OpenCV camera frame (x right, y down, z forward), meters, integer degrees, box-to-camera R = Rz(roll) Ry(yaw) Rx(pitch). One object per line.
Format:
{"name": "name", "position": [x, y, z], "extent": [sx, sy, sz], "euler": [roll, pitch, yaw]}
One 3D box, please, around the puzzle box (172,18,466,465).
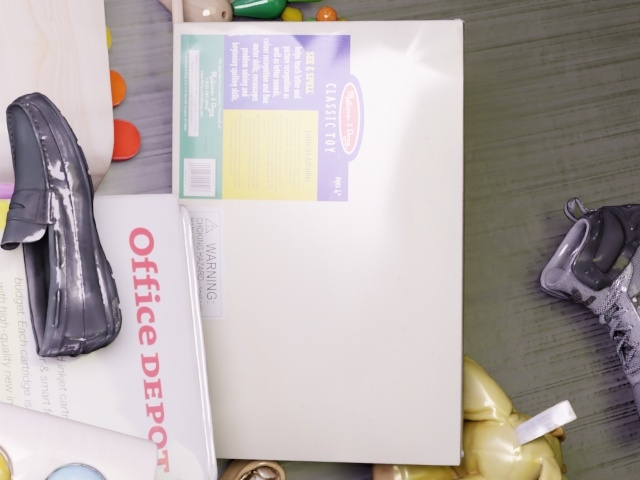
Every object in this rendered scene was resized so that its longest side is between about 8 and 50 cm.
{"name": "puzzle box", "position": [0.000, 0.000, 1.499], "extent": [0.272, 0.052, 0.408], "euler": [1, 93, 9]}

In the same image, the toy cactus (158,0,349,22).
{"name": "toy cactus", "position": [-0.079, -0.203, 1.614], "extent": [0.180, 0.112, 0.219], "euler": [33, 77, -2]}

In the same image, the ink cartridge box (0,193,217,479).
{"name": "ink cartridge box", "position": [-0.306, 0.115, 1.412], "extent": [0.385, 0.160, 0.279], "euler": [-2, 80, -22]}

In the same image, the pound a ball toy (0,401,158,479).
{"name": "pound a ball toy", "position": [-0.286, 0.139, 1.253], "extent": [0.319, 0.136, 0.208], "euler": [18, 75, -18]}

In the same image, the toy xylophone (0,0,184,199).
{"name": "toy xylophone", "position": [-0.243, -0.191, 1.546], "extent": [0.236, 0.081, 0.322], "euler": [8, 75, -24]}

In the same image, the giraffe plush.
{"name": "giraffe plush", "position": [0.170, 0.207, 1.592], "extent": [0.210, 0.170, 0.181], "euler": [-12, 73, 20]}

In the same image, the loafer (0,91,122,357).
{"name": "loafer", "position": [-0.227, -0.013, 1.341], "extent": [0.078, 0.076, 0.223], "euler": [-13, 86, -32]}

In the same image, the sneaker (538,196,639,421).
{"name": "sneaker", "position": [0.310, 0.081, 1.703], "extent": [0.153, 0.101, 0.268], "euler": [7, 70, -20]}

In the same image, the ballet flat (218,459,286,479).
{"name": "ballet flat", "position": [-0.102, 0.297, 1.503], "extent": [0.080, 0.073, 0.232], "euler": [31, 69, -13]}
